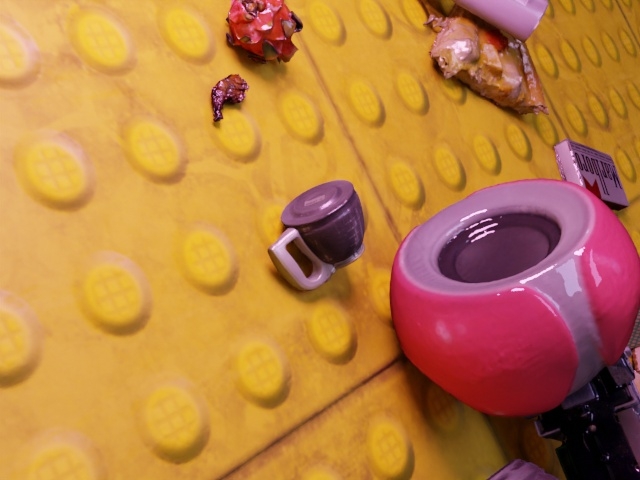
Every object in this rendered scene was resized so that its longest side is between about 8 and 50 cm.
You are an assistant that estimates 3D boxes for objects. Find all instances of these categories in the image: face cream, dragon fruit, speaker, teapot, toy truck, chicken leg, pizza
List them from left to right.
[{"bbox_3d":[-0.110,-0.169,1.039,0.036,0.021,0.083,58,39,-20],"label":"chicken leg"},{"bbox_3d":[-0.066,-0.261,1.096,0.116,0.086,0.081,22,15,-48],"label":"dragon fruit"},{"bbox_3d":[-0.001,-0.003,1.030,0.090,0.124,0.092,62,-5,-24],"label":"teapot"},{"bbox_3d":[0.240,-0.426,1.462,0.269,0.073,0.107,31,39,-2],"label":"face cream"},{"bbox_3d":[0.277,-0.312,1.505,0.288,0.075,0.280,-28,89,-52],"label":"pizza"},{"bbox_3d":[0.234,0.058,1.061,0.294,0.294,0.294,26,51,-36],"label":"speaker"},{"bbox_3d":[0.374,0.299,1.124,0.178,0.177,0.363,28,40,-59],"label":"toy truck"}]

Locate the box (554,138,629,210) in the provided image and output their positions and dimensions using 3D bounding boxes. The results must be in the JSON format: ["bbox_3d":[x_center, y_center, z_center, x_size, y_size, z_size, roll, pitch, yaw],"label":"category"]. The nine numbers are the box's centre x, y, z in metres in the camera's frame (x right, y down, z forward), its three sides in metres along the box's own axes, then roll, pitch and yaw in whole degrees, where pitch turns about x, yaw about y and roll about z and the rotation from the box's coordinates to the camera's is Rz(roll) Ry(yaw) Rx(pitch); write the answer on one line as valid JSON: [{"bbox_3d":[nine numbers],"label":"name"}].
[{"bbox_3d":[0.509,-0.120,1.676,0.177,0.036,0.115,9,62,-45],"label":"box"}]

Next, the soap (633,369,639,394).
[{"bbox_3d":[0.545,0.325,1.294,0.315,0.091,0.199,26,41,7],"label":"soap"}]

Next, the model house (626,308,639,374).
[{"bbox_3d":[0.618,0.177,1.520,0.271,0.178,0.206,29,50,-38],"label":"model house"}]

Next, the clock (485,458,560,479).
[{"bbox_3d":[0.272,0.347,0.870,0.061,0.312,0.312,-40,102,-11],"label":"clock"}]
